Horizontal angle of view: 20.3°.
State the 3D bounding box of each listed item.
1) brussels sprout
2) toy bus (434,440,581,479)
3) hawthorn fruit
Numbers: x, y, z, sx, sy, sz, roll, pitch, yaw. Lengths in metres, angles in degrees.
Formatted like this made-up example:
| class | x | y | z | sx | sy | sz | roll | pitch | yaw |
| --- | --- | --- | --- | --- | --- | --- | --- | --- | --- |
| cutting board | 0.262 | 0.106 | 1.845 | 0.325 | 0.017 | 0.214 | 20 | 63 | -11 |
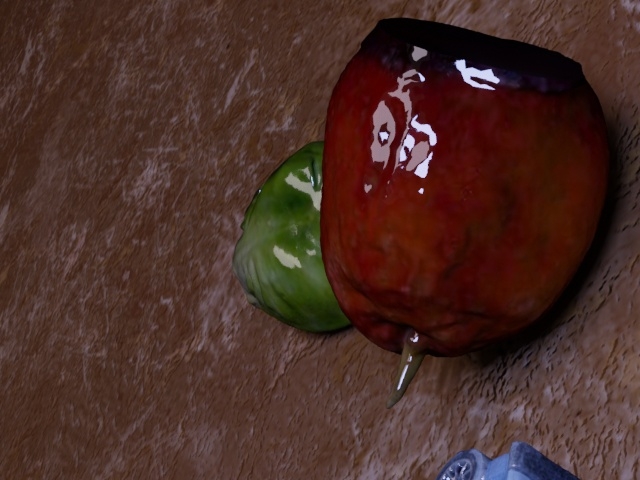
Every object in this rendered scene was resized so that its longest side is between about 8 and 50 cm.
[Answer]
| class | x | y | z | sx | sy | sz | roll | pitch | yaw |
| --- | --- | --- | --- | --- | --- | --- | --- | --- | --- |
| brussels sprout | -0.003 | 0.000 | 1.338 | 0.181 | 0.100 | 0.139 | -22 | 63 | 33 |
| toy bus | 0.059 | 0.214 | 0.972 | 0.234 | 0.116 | 0.133 | -34 | 30 | 43 |
| hawthorn fruit | 0.084 | -0.016 | 1.114 | 0.189 | 0.189 | 0.251 | -8 | 71 | 58 |
